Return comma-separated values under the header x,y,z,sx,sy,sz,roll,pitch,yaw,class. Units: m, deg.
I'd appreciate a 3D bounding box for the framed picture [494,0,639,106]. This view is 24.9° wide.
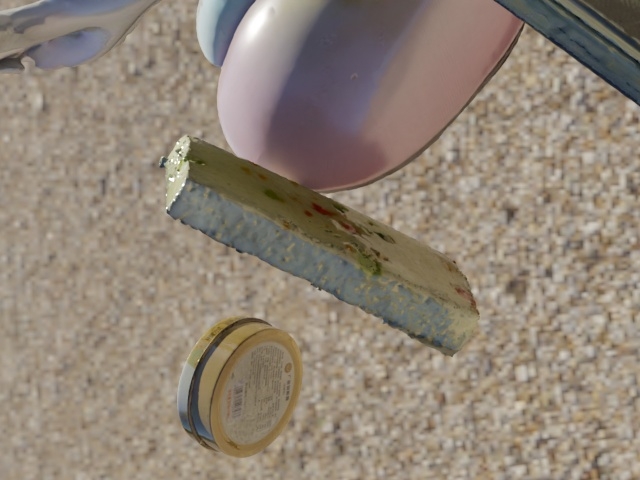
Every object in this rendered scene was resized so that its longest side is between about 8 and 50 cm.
x,y,z,sx,sy,sz,roll,pitch,yaw,class
0.059,-0.117,0.382,0.142,0.183,0.011,-59,7,-36,framed picture

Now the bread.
x,y,z,sx,sy,sz,roll,pitch,yaw,class
0.000,0.000,0.646,0.028,0.154,0.068,-59,16,17,bread

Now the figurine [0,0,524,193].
x,y,z,sx,sy,sz,roll,pitch,yaw,class
-0.038,-0.131,0.556,0.315,0.284,0.206,70,-175,-67,figurine

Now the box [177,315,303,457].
x,y,z,sx,sy,sz,roll,pitch,yaw,class
-0.059,0.110,1.086,0.037,0.106,0.105,19,108,38,box
